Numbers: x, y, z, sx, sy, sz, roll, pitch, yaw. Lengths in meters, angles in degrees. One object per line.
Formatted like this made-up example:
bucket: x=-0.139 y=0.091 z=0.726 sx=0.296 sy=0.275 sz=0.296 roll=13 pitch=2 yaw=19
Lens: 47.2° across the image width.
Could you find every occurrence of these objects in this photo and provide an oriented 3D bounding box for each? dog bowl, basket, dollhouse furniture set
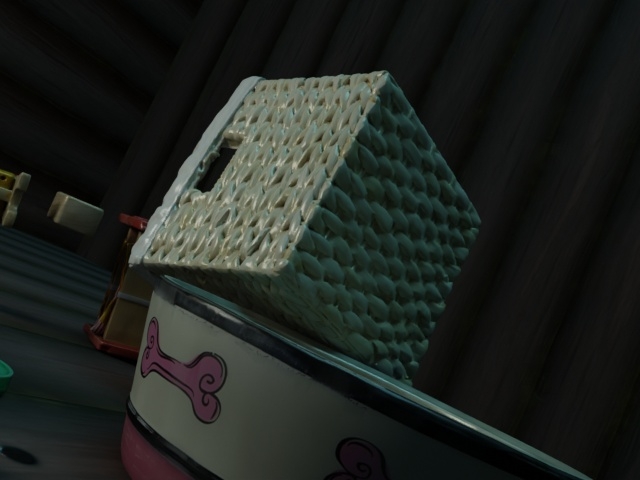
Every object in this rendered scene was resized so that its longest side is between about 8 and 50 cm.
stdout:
dog bowl: x=0.014 y=0.181 z=0.632 sx=0.408 sy=0.150 sz=0.408 roll=25 pitch=-7 yaw=3
basket: x=0.000 y=0.000 z=0.974 sx=0.266 sy=0.328 sz=0.331 roll=5 pitch=-33 yaw=40
dollhouse furniture set: x=-0.374 y=0.030 z=1.067 sx=0.374 sy=0.201 sz=0.152 roll=21 pitch=-3 yaw=-25

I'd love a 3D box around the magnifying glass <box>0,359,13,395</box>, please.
magnifying glass: x=-0.327 y=0.077 z=0.538 sx=0.092 sy=0.026 sz=0.231 roll=22 pitch=-6 yaw=32
